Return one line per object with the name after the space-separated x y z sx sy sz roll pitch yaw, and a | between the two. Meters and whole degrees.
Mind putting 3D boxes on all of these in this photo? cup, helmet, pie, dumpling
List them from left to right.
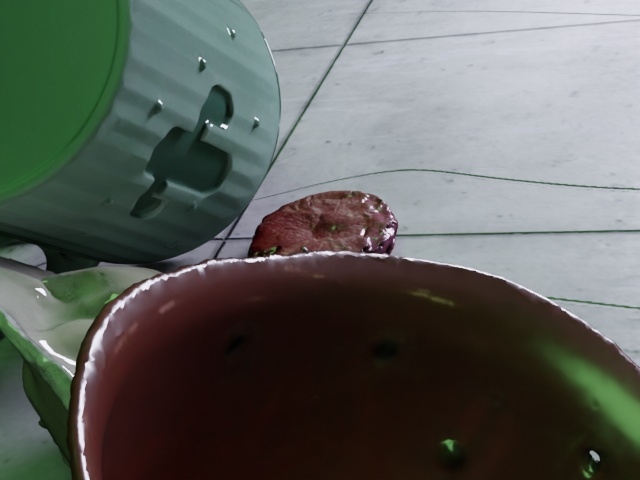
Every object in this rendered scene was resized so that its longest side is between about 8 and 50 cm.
-0.223 -0.094 0.877 0.310 0.400 0.392 4 -1 10 | cup
-0.126 0.086 0.715 0.163 0.204 0.293 -22 30 -15 | dumpling
0.000 0.000 0.970 0.155 0.036 0.154 -10 31 6 | pie
0.032 0.180 0.476 0.338 0.230 0.385 25 21 5 | helmet
